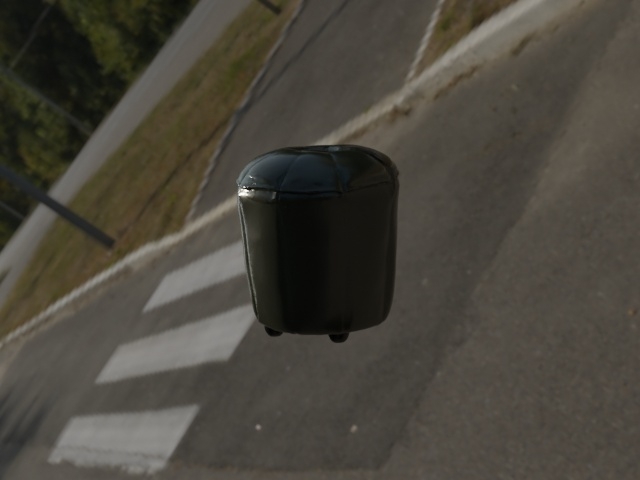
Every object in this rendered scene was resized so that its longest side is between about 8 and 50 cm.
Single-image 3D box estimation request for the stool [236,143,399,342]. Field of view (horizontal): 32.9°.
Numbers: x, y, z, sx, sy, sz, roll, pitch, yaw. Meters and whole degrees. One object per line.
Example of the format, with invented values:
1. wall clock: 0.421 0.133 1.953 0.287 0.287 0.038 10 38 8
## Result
1. stool: 0.000 0.000 0.635 0.096 0.096 0.110 -116 23 -75
